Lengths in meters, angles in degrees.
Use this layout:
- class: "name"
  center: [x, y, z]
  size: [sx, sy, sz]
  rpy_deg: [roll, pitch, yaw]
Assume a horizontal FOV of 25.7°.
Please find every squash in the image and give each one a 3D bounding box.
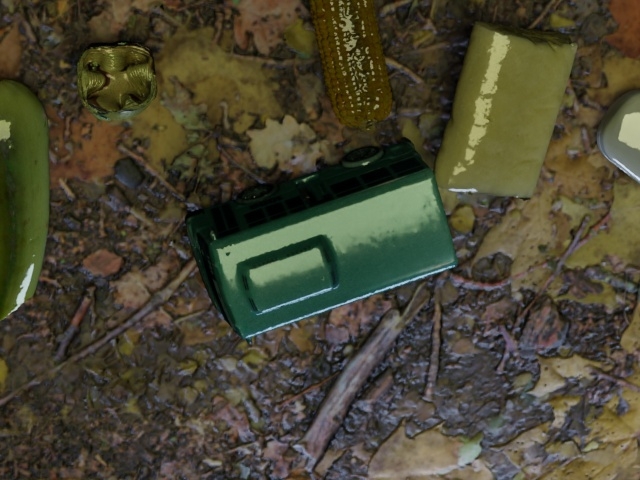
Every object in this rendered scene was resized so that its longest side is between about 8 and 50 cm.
- class: "squash"
  center: [-0.314, -0.041, 1.407]
  size: [0.083, 0.083, 0.250]
  rpy_deg: [1, 113, -11]

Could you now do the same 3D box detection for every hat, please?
- class: "hat"
  center: [-0.205, -0.155, 1.395]
  size: [0.077, 0.059, 0.076]
  rpy_deg: [-4, 77, -20]

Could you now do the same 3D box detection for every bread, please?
- class: "bread"
  center: [0.192, -0.132, 1.459]
  size: [0.139, 0.060, 0.178]
  rpy_deg: [-1, 113, -39]

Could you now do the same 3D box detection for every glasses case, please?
- class: "glasses case"
  center: [0.402, -0.078, 1.539]
  size: [0.233, 0.059, 0.092]
  rpy_deg: [35, 98, -21]

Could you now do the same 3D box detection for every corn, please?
- class: "corn"
  center: [0.027, -0.205, 1.416]
  size: [0.068, 0.068, 0.207]
  rpy_deg: [-16, 113, -5]

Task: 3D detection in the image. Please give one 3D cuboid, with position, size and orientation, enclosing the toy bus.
- class: "toy bus"
  center: [0.000, 0.000, 1.444]
  size: [0.256, 0.147, 0.128]
  rpy_deg: [-19, 111, -5]
